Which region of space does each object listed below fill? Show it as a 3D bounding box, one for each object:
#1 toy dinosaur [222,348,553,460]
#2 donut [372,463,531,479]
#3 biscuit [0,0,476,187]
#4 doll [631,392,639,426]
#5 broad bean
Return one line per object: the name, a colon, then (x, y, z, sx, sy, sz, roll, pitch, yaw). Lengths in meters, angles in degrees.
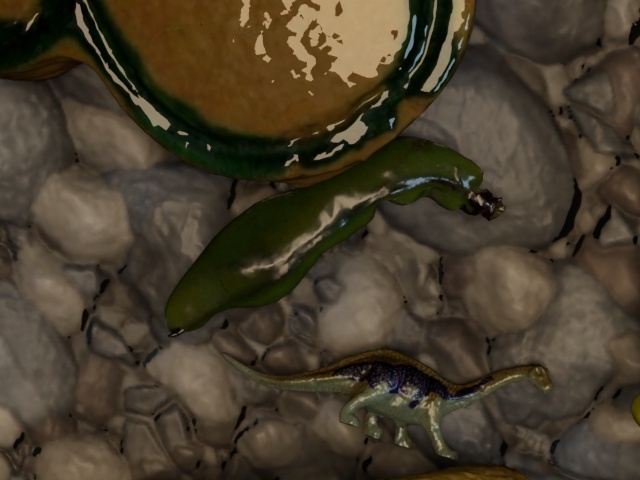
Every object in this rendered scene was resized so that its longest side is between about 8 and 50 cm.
toy dinosaur: (0.035, 0.089, 0.824, 0.180, 0.037, 0.058, 6, 70, -7)
donut: (-0.001, 0.175, 0.778, 0.295, 0.151, 0.112, -6, 84, 2)
biscuit: (-0.080, -0.182, 0.772, 0.287, 0.057, 0.344, -25, 89, 12)
doll: (0.254, 0.102, 0.771, 0.199, 0.145, 0.363, 3, 101, -4)
broad bean: (0.000, -0.008, 0.812, 0.195, 0.046, 0.061, -20, 91, 0)
